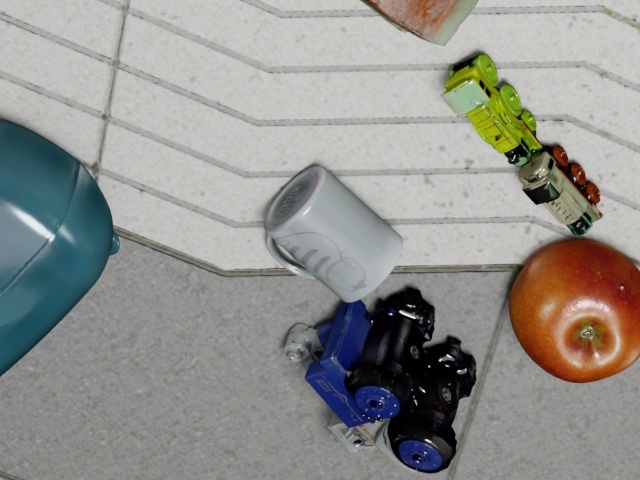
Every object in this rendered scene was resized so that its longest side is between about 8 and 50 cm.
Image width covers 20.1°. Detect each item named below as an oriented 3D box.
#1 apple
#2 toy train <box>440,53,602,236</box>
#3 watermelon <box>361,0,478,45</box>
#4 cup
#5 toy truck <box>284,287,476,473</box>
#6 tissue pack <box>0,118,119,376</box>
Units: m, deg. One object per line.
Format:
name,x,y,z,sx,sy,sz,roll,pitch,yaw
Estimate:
apple,0.298,0.082,2.050,0.163,0.139,0.163,0,123,1
toy train,0.225,-0.099,1.974,0.053,0.085,0.250,-26,119,33
watermelon,0.036,-0.309,1.778,0.193,0.232,0.310,-40,99,-16
cup,0.002,0.004,2.022,0.136,0.099,0.133,-40,114,20
toy truck,0.067,0.175,2.110,0.177,0.161,0.213,-20,121,34
tissue pack,-0.360,0.030,1.975,0.206,0.198,0.287,38,111,-19
